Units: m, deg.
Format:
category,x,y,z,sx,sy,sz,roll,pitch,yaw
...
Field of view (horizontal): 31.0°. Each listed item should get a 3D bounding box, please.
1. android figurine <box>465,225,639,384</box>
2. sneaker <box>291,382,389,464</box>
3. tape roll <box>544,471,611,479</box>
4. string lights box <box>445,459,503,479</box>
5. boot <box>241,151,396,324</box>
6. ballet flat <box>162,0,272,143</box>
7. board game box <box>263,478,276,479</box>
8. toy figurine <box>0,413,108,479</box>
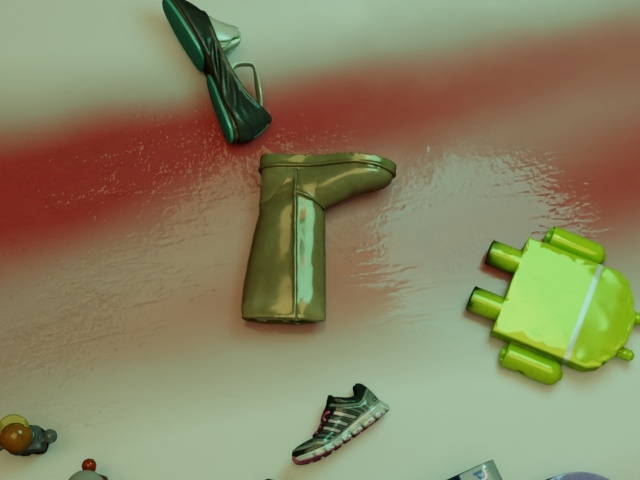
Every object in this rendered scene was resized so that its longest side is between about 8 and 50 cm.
category,x,y,z,sx,sy,sz,roll,pitch,yaw
android figurine,0.377,0.104,1.822,0.273,0.056,0.248,20,75,6
sneaker,0.019,0.278,1.770,0.170,0.063,0.074,-33,78,-14
tape roll,0.382,0.442,1.718,0.189,0.080,0.189,0,74,0
string lights box,0.159,0.434,1.679,0.260,0.077,0.133,-28,77,12
boot,0.000,0.000,1.838,0.236,0.089,0.269,0,74,10
ballet flat,-0.164,-0.292,1.915,0.096,0.095,0.280,-25,86,-17
board game box,0.055,0.480,1.642,0.347,0.056,0.208,9,94,21
toy figurine,-0.430,0.383,1.693,0.209,0.148,0.213,38,78,9
